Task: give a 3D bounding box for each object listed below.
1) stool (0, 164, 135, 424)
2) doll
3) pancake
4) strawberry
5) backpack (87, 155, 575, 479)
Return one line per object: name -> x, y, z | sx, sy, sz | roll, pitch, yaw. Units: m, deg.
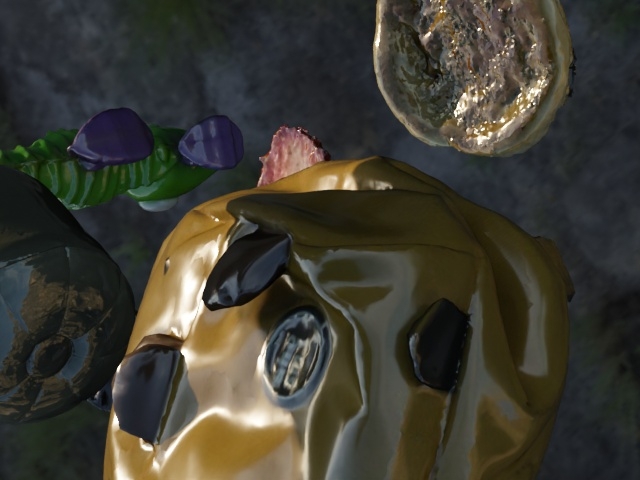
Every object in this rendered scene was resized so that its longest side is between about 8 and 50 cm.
stool -> -0.143, 0.022, 0.712 | 0.110, 0.096, 0.096 | 49, 142, 42
doll -> -0.125, -0.037, 0.842 | 0.115, 0.190, 0.050 | -24, 81, 37
pancake -> 0.161, -0.222, 1.726 | 0.282, 0.049, 0.283 | 14, 111, 43
strawberry -> 0.004, 0.002, 1.467 | 0.167, 0.087, 0.208 | 9, 90, 55
backpack -> -0.022, 0.116, 0.948 | 0.378, 0.201, 0.354 | 6, 77, 62
